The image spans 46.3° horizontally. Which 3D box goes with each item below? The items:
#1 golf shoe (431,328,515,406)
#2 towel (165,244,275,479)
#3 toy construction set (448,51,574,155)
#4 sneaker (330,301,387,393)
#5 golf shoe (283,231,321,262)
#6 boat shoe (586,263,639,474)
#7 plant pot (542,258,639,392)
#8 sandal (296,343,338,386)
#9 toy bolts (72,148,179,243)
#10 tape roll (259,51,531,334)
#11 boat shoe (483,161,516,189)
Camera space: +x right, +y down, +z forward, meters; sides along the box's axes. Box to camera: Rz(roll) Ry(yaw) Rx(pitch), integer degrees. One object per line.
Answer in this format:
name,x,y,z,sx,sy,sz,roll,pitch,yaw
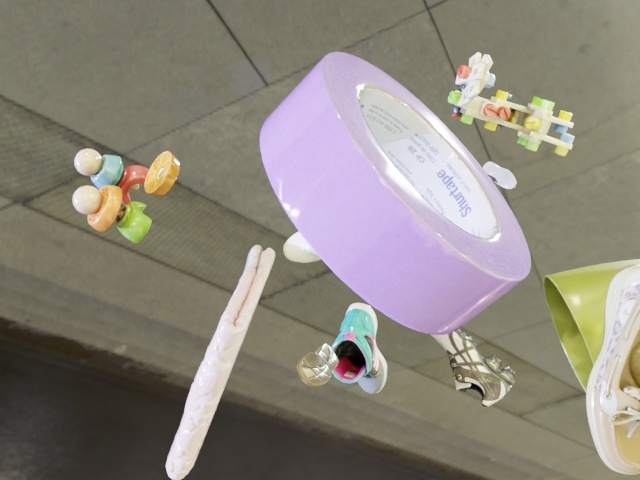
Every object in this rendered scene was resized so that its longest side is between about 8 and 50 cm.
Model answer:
golf shoe,0.271,0.233,1.429,0.094,0.198,0.077,-48,150,-8
towel,-0.175,0.205,1.332,0.053,0.317,0.332,21,115,-2
toy construction set,0.429,-0.311,1.764,0.327,0.215,0.151,28,102,-22
sneaker,0.103,0.334,2.000,0.123,0.178,0.296,2,122,25
golf shoe,0.000,0.000,1.365,0.176,0.069,0.086,-15,175,24
boat shoe,0.426,0.174,0.999,0.104,0.285,0.089,4,178,-9
plant pot,0.634,0.148,1.475,0.293,0.275,0.275,-21,140,5
sandal,-0.011,0.271,1.598,0.049,0.072,0.180,-33,177,19
toy bolts,-0.438,-0.141,1.618,0.158,0.228,0.218,29,101,-35
tape roll,0.075,-0.048,0.711,0.274,0.275,0.090,26,123,-36
boat shoe,0.487,-0.169,2.011,0.038,0.125,0.046,32,97,-41
